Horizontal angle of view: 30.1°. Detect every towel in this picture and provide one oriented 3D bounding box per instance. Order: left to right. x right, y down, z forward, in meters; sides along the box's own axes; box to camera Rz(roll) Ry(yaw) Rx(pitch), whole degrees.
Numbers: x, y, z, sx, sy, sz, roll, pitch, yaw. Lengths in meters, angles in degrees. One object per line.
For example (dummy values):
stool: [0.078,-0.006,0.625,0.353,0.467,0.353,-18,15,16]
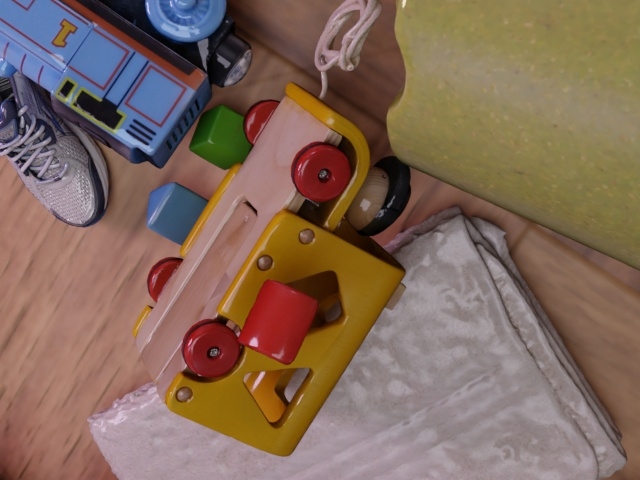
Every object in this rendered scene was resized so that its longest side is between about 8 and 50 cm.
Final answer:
towel: [0.018,0.118,0.704,0.282,0.049,0.187,-29,97,16]

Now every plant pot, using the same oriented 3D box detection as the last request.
plant pot: [0.175,-0.086,0.528,0.254,0.276,0.276,18,107,15]

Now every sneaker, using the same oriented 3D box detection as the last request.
sneaker: [-0.172,-0.062,0.678,0.052,0.058,0.135,-29,99,15]

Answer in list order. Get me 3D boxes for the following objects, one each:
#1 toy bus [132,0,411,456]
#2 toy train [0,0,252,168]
toy bus: [-0.008,0.008,0.609,0.104,0.191,0.202,29,144,-27]
toy train: [-0.129,-0.122,0.632,0.184,0.080,0.105,34,84,-1]
